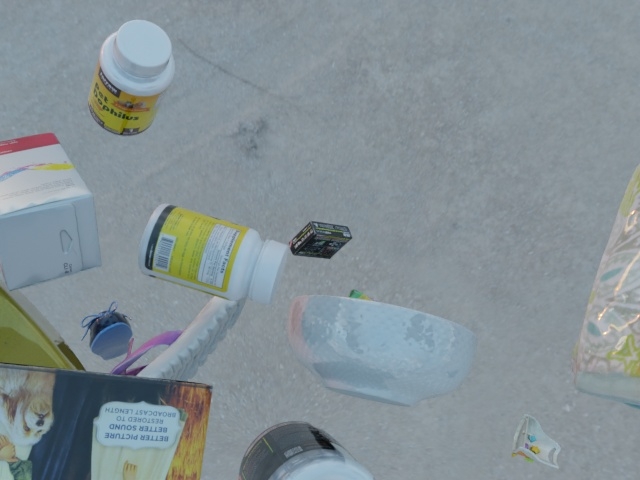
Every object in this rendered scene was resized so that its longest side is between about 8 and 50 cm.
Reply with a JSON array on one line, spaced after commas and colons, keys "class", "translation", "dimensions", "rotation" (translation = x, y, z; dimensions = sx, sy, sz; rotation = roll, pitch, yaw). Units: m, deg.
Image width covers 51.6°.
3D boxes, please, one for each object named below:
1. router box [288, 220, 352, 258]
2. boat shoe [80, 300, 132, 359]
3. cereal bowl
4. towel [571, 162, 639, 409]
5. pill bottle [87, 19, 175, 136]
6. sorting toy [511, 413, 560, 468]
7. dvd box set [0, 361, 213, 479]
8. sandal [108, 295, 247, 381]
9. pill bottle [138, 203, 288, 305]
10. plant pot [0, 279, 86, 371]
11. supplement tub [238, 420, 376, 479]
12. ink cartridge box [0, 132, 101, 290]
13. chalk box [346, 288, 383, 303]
[{"class": "router box", "translation": [0.000, 0.000, 1.557], "dimensions": [0.123, 0.092, 0.038], "rotation": [7, 52, -42]}, {"class": "boat shoe", "translation": [-0.467, 0.194, 1.427], "dimensions": [0.109, 0.258, 0.088], "rotation": [-18, 75, -26]}, {"class": "cereal bowl", "translation": [0.098, 0.206, 1.159], "dimensions": [0.339, 0.339, 0.141], "rotation": [12, 75, -1]}, {"class": "towel", "translation": [0.410, 0.026, 0.635], "dimensions": [0.090, 0.374, 0.320], "rotation": [25, 81, -12]}, {"class": "pill bottle", "translation": [-0.309, -0.264, 1.087], "dimensions": [0.117, 0.215, 0.117], "rotation": [9, 68, -23]}, {"class": "sorting toy", "translation": [0.359, 0.342, 1.092], "dimensions": [0.075, 0.044, 0.083], "rotation": [24, 33, 10]}, {"class": "dvd box set", "translation": [-0.280, 0.332, 0.628], "dimensions": [0.308, 0.062, 0.419], "rotation": [15, 75, -30]}, {"class": "sandal", "translation": [-0.276, 0.203, 1.111], "dimensions": [0.102, 0.169, 0.416], "rotation": [34, 42, 11]}, {"class": "pill bottle", "translation": [-0.163, 0.026, 1.029], "dimensions": [0.209, 0.119, 0.119], "rotation": [17, 72, 2]}, {"class": "plant pot", "translation": [-0.459, 0.193, 0.939], "dimensions": [0.187, 0.212, 0.212], "rotation": [39, 73, -2]}, {"class": "supplement tub", "translation": [-0.031, 0.439, 1.163], "dimensions": [0.207, 0.338, 0.206], "rotation": [1, 88, -14]}, {"class": "ink cartridge box", "translation": [-0.394, -0.043, 0.911], "dimensions": [0.128, 0.128, 0.176], "rotation": [-18, 44, -29]}, {"class": "chalk box", "translation": [0.083, 0.254, 1.628], "dimensions": [0.133, 0.132, 0.213], "rotation": [25, 60, -1]}]
